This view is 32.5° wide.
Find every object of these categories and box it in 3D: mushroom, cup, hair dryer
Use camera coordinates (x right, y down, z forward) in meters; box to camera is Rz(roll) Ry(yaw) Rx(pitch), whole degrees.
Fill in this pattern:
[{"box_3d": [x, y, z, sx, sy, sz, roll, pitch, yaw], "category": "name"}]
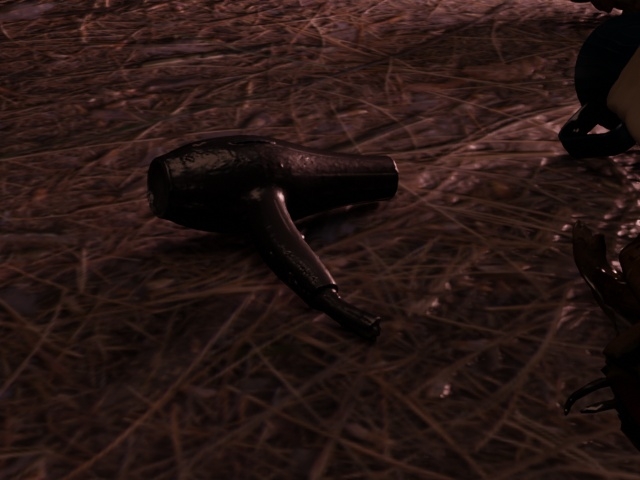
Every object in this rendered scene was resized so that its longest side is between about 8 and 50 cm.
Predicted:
[{"box_3d": [0.237, 0.021, 0.678, 0.171, 0.080, 0.135, 17, 21, 23], "category": "mushroom"}, {"box_3d": [0.275, -0.134, 0.922, 0.150, 0.113, 0.138, -11, 14, -12], "category": "cup"}, {"box_3d": [0.000, 0.000, 0.757, 0.196, 0.075, 0.219, -3, 36, -28], "category": "hair dryer"}]

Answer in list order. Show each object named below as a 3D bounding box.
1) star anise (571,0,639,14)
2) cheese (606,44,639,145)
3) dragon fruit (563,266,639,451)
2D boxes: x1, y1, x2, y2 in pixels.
[{"box_3d": [0.413, -0.313, 1.302, 0.332, 0.117, 0.331, 6, 32, -4], "category": "star anise"}, {"box_3d": [0.365, -0.074, 0.688, 0.332, 0.153, 0.292, 34, 29, 20], "category": "cheese"}, {"box_3d": [0.240, 0.066, 0.420, 0.293, 0.233, 0.234, 24, 32, 11], "category": "dragon fruit"}]
